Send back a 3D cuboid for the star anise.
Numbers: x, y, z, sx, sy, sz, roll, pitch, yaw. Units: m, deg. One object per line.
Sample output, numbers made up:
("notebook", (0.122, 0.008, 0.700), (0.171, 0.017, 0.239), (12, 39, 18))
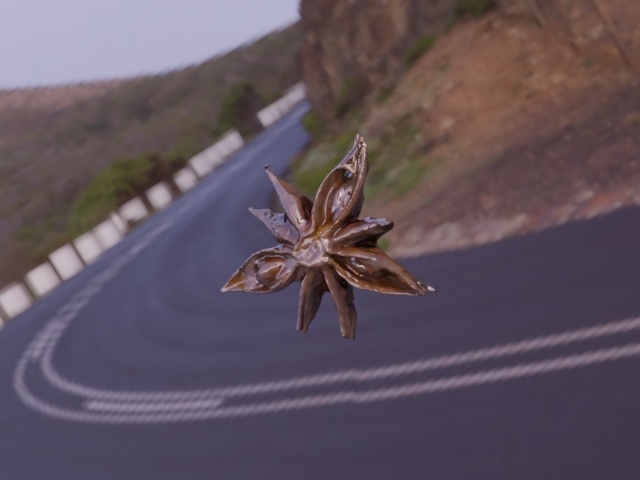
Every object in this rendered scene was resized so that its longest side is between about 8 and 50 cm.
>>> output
("star anise", (-0.008, 0.008, 0.932), (0.129, 0.124, 0.056), (-26, -1, 15))
